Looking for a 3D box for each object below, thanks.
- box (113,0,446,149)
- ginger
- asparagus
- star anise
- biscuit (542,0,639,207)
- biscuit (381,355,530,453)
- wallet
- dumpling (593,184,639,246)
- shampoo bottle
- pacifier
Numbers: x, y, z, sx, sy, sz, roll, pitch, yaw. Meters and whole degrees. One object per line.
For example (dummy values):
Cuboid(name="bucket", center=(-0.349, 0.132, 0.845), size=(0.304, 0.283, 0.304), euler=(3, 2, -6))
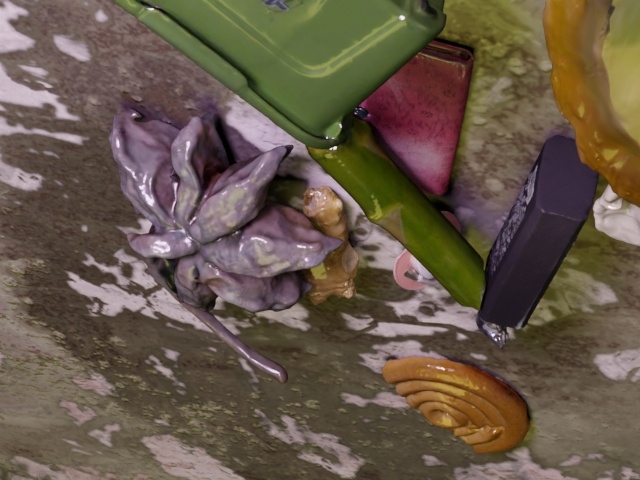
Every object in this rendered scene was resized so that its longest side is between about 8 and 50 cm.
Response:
Cuboid(name="box", center=(-0.040, -0.265, 1.293), size=(0.328, 0.253, 0.177), euler=(37, 130, -28))
Cuboid(name="ginger", center=(-0.008, -0.001, 1.827), size=(0.096, 0.067, 0.165), euler=(14, 133, 24))
Cuboid(name="asparagus", center=(0.091, -0.029, 1.670), size=(0.060, 0.067, 0.277), euler=(-26, 127, 32))
Cuboid(name="star anise", center=(-0.111, 0.003, 1.767), size=(0.359, 0.139, 0.316), euler=(43, 146, -7))
Cuboid(name="biscuit", center=(0.355, -0.159, 1.343), size=(0.335, 0.078, 0.329), euler=(-14, 117, 24))
Cuboid(name="biscuit", center=(0.194, 0.216, 2.074), size=(0.144, 0.033, 0.224), euler=(-15, 136, 42))
Cuboid(name="wallet", center=(0.086, -0.128, 1.622), size=(0.119, 0.025, 0.232), euler=(14, 148, 6))
Cuboid(name="dumpling", center=(0.361, -0.059, 1.493), size=(0.228, 0.124, 0.151), euler=(-19, 135, 15))
Cuboid(name="shampoo bottle", center=(0.219, 0.015, 1.700), size=(0.071, 0.098, 0.309), euler=(15, 148, -3))
Cuboid(name="pacifier", center=(0.114, 0.006, 1.777), size=(0.081, 0.099, 0.078), euler=(23, -169, -44))
